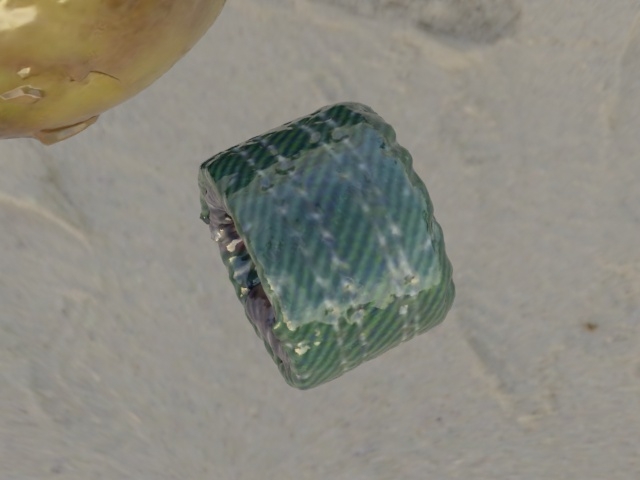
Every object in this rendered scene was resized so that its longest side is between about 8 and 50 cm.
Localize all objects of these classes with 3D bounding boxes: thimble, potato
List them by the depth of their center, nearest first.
[{"bbox_3d":[0.001,0.002,0.742,0.090,0.135,0.118,-24,97,-10],"label":"thimble"},{"bbox_3d":[-0.156,-0.170,0.868,0.288,0.301,0.237,11,106,-5],"label":"potato"}]
